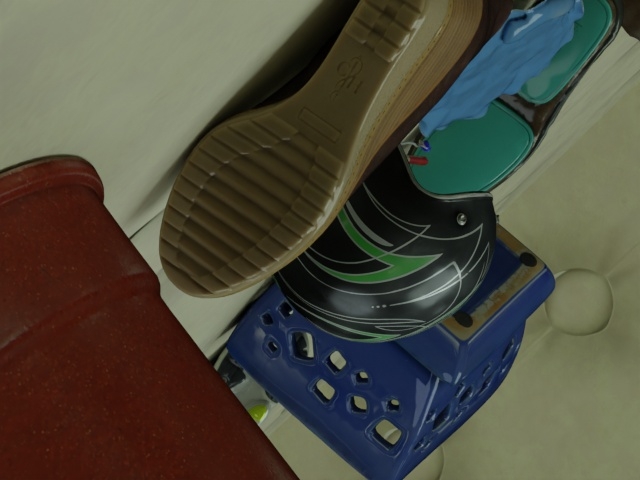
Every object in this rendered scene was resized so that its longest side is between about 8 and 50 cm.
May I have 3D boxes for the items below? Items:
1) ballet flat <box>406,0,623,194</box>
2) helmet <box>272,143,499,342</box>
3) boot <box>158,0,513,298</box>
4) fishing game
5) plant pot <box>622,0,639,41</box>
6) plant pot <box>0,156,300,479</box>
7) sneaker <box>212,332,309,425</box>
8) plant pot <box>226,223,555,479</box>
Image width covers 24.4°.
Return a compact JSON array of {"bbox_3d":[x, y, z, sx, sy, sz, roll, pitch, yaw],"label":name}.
[{"bbox_3d":[0.188,-0.137,1.408,0.280,0.095,0.096,-47,-177,23],"label":"ballet flat"},{"bbox_3d":[0.046,-0.002,1.134,0.169,0.161,0.169,-42,172,-7],"label":"helmet"},{"bbox_3d":[0.021,-0.067,0.917,0.248,0.090,0.207,-49,169,16],"label":"boot"},{"bbox_3d":[0.147,-0.157,1.266,0.264,0.041,0.189,-41,164,22],"label":"fishing game"},{"bbox_3d":[0.374,-0.267,1.430,0.167,0.167,0.165,-39,179,-27],"label":"plant pot"},{"bbox_3d":[-0.123,0.148,0.704,0.272,0.265,0.272,-42,172,-8],"label":"plant pot"},{"bbox_3d":[-0.116,0.196,1.639,0.275,0.107,0.110,-42,-178,-4],"label":"sneaker"},{"bbox_3d":[0.083,0.072,1.509,0.236,0.236,0.212,-37,163,-42],"label":"plant pot"}]
